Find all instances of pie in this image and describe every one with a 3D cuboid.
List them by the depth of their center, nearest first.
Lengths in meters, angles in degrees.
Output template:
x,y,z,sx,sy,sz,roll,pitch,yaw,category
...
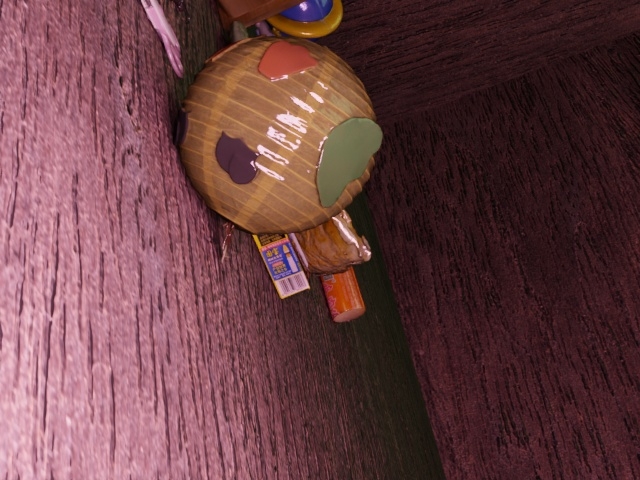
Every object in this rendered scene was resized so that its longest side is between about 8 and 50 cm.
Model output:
x,y,z,sx,sy,sz,roll,pitch,yaw,category
0.000,0.000,1.484,0.129,0.068,0.282,57,-21,-3,pie
-0.128,-0.295,1.771,0.240,0.054,0.241,-18,90,-84,pie

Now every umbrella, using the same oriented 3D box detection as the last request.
x,y,z,sx,sy,sz,roll,pitch,yaw,category
-0.219,-0.364,1.437,0.122,0.013,0.022,56,37,-67,umbrella

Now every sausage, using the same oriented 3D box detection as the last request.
x,y,z,sx,sy,sz,roll,pitch,yaw,category
0.026,0.047,1.931,0.071,0.071,0.234,54,17,-65,sausage

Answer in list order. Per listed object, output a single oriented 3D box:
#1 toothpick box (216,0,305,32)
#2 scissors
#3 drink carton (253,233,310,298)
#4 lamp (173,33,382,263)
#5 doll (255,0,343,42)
x,y,z,sx,sy,sz,roll,pitch,yaw,category
-0.165,-0.561,1.737,0.308,0.187,0.190,51,21,-59,toothpick box
-0.213,-0.292,1.242,0.176,0.022,0.085,67,9,-49,scissors
-0.067,-0.004,1.432,0.071,0.056,0.166,-103,171,-70,drink carton
-0.065,-0.104,1.152,0.250,0.284,0.250,27,-2,1,lamp
-0.067,-0.478,1.972,0.311,0.159,0.243,43,-14,24,doll
